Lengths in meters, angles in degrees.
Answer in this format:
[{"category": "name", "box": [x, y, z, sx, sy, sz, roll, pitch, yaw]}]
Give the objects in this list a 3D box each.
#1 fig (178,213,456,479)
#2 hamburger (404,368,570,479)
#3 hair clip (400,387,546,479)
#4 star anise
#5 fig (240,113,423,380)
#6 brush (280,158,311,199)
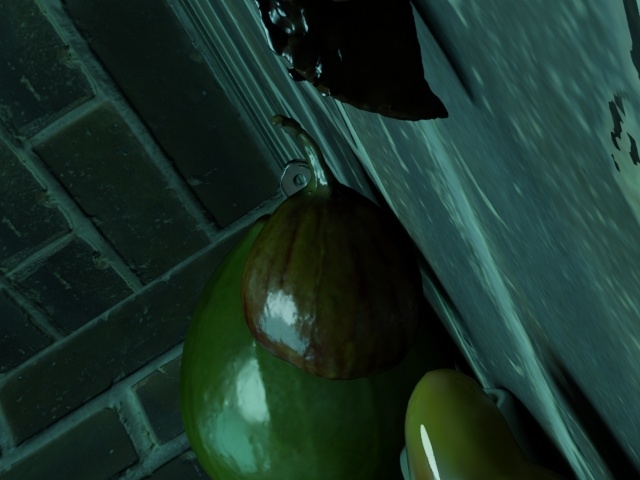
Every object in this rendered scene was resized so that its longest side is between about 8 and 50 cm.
[{"category": "fig", "box": [-0.007, 0.122, 1.406, 0.316, 0.316, 0.316, 57, 179, 2]}, {"category": "hamburger", "box": [0.116, 0.223, 0.711, 0.303, 0.186, 0.261, 46, 177, 20]}, {"category": "hair clip", "box": [0.142, 0.207, 1.090, 0.282, 0.113, 0.172, -137, 22, -80]}, {"category": "star anise", "box": [-0.052, -0.093, 0.458, 0.140, 0.144, 0.158, 47, 172, 33]}, {"category": "fig", "box": [0.009, 0.019, 1.123, 0.149, 0.148, 0.202, 143, 129, -66]}, {"category": "brush", "box": [0.036, 0.024, 1.834, 0.313, 0.072, 0.067, 58, -168, -11]}]
